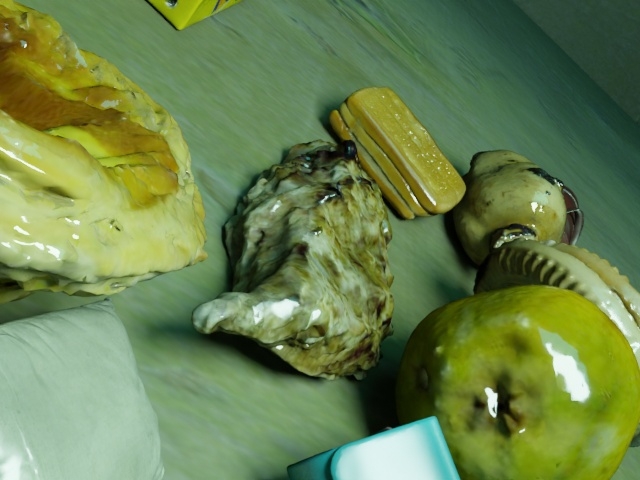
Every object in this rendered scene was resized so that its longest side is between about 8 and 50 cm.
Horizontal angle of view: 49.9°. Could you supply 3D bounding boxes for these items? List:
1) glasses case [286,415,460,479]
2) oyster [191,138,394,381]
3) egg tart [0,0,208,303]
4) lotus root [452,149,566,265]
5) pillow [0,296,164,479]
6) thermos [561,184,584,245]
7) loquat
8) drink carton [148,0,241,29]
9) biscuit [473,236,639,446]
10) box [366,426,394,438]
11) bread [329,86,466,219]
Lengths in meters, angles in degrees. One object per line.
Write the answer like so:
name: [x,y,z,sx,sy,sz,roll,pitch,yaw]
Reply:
glasses case: [0.081,0.275,0.443,0.117,0.070,0.301,-7,69,-34]
oyster: [0.015,0.023,0.652,0.204,0.111,0.396,43,29,-14]
egg tart: [-0.223,-0.068,0.397,0.352,0.150,0.352,40,12,-10]
lotus root: [0.264,-0.043,0.964,0.140,0.154,0.257,29,33,-18]
pillow: [-0.151,0.101,0.364,0.134,0.077,0.181,64,12,3]
thermos: [0.347,-0.015,1.093,0.124,0.099,0.232,16,29,19]
loquat: [0.180,0.143,0.625,0.213,0.213,0.246,63,14,21]
drink carton: [-0.106,-0.403,0.903,0.111,0.154,0.351,44,33,-7]
biscuit: [0.270,0.112,0.751,0.079,0.259,0.259,-26,74,-19]
box: [0.053,0.205,0.548,0.085,0.060,0.063,50,40,2]
bread: [0.103,-0.114,0.920,0.200,0.077,0.116,52,31,3]
